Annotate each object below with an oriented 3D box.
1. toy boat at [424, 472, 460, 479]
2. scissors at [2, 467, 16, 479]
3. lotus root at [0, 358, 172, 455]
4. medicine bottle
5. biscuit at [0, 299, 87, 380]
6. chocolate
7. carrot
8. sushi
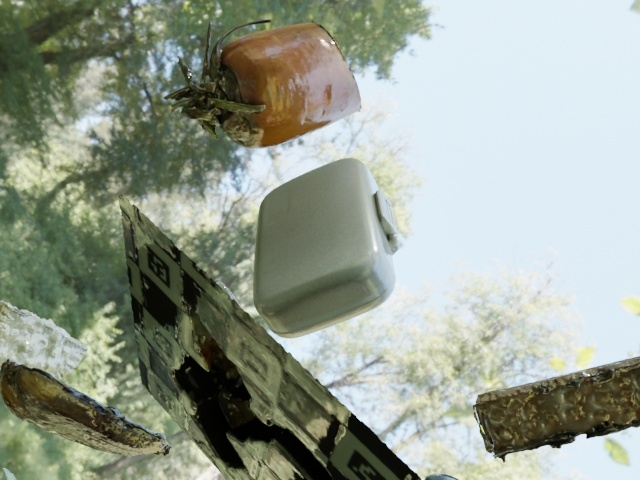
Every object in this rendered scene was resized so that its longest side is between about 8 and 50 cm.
[{"bbox_3d":[0.305,0.566,1.205,0.296,0.114,0.122,46,-25,6],"label":"toy boat"},{"bbox_3d":[-0.646,0.655,1.442,0.384,0.256,0.029,29,-65,24],"label":"scissors"},{"bbox_3d":[-0.405,0.313,1.077,0.329,0.078,0.167,41,-29,-30],"label":"lotus root"},{"bbox_3d":[0.000,0.000,1.169,0.375,0.282,0.123,-93,157,-53],"label":"medicine bottle"},{"bbox_3d":[-0.676,0.266,1.478,0.084,0.179,0.281,9,-21,29],"label":"biscuit"},{"bbox_3d":[0.364,0.198,0.811,0.065,0.330,0.102,-83,152,-66],"label":"chocolate"},{"bbox_3d":[-0.085,-0.263,1.071,0.193,0.331,0.214,52,-27,26],"label":"carrot"},{"bbox_3d":[-0.050,0.160,0.606,0.359,0.064,0.343,40,-37,22],"label":"sushi"}]
